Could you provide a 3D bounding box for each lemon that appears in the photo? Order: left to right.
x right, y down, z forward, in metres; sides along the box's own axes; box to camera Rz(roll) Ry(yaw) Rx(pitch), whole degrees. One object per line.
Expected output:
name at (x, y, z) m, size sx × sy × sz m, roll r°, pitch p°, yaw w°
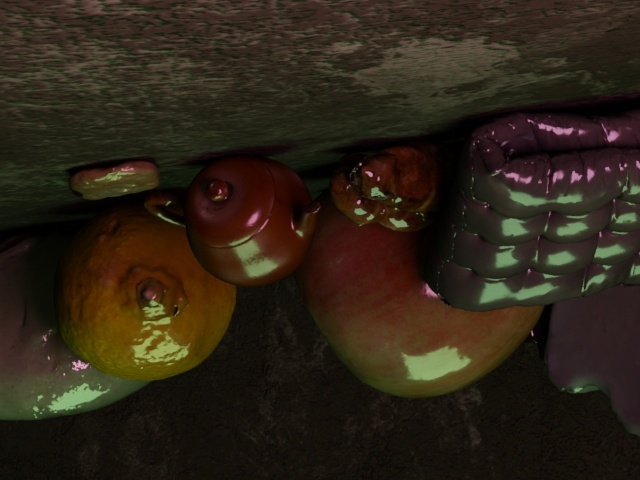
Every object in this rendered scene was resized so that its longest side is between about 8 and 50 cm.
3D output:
lemon at (-0.179, 0.051, 1.479) m, size 0.188 × 0.188 × 0.256 m, roll -9°, pitch 178°, yaw -6°

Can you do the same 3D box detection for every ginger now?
ginger at (0.066, -0.053, 1.306) m, size 0.162 × 0.073 × 0.103 m, roll 2°, pitch 157°, yaw -45°

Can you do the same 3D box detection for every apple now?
apple at (0.105, 0.029, 1.481) m, size 0.234 × 0.257 × 0.257 m, roll -35°, pitch 169°, yaw 18°

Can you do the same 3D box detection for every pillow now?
pillow at (0.264, -0.031, 1.278) m, size 0.326 × 0.101 × 0.228 m, roll -9°, pitch 147°, yaw -13°

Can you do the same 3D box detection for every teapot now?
teapot at (-0.069, -0.023, 1.188) m, size 0.173 × 0.116 × 0.116 m, roll 5°, pitch -176°, yaw 26°

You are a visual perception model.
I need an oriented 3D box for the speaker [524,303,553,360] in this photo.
speaker at (0.324, 0.021, 1.917) m, size 0.232 × 0.254 × 0.184 m, roll -8°, pitch 180°, yaw -19°

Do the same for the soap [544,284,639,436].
soap at (0.513, 0.032, 1.752) m, size 0.435 × 0.350 × 0.213 m, roll -7°, pitch -159°, yaw -28°

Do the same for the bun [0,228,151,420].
bun at (-0.307, 0.072, 1.685) m, size 0.293 × 0.187 × 0.293 m, roll -3°, pitch -158°, yaw 1°

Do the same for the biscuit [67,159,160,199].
biscuit at (-0.164, -0.047, 1.155) m, size 0.071 × 0.018 × 0.147 m, roll -11°, pitch 177°, yaw -5°
